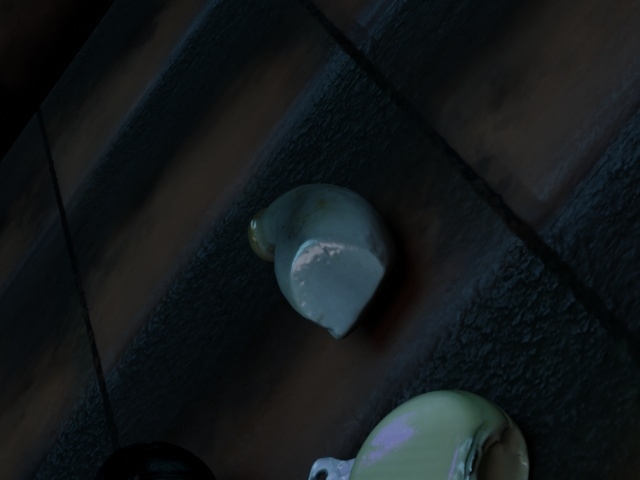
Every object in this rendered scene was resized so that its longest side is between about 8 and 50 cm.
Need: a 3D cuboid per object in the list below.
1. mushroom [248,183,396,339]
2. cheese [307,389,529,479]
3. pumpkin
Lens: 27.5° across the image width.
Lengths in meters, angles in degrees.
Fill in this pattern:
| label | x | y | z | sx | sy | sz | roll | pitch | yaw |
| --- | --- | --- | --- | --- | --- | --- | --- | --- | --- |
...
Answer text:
| label | x | y | z | sx | sy | sz | roll | pitch | yaw |
| --- | --- | --- | --- | --- | --- | --- | --- | --- | --- |
| mushroom | 0.000 | 0.000 | 1.235 | 0.118 | 0.103 | 0.270 | -50 | 18 | 3 |
| cheese | 0.057 | 0.181 | 0.982 | 0.227 | 0.064 | 0.137 | -15 | 46 | 51 |
| pumpkin | -0.153 | 0.272 | 1.155 | 0.194 | 0.150 | 0.194 | -16 | 60 | 29 |
